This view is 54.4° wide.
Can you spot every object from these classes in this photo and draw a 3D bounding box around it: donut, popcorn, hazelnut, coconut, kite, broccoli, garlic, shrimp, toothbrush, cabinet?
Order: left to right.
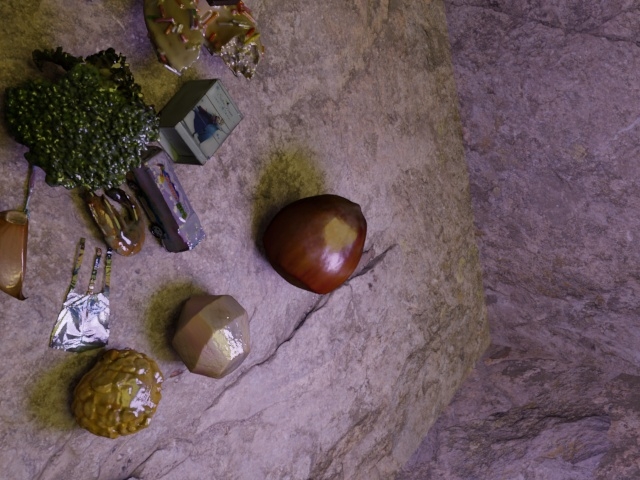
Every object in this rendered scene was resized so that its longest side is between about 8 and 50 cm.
[{"bbox_3d":[-0.725,0.026,1.440,0.115,0.128,0.207,-106,-164,-75],"label":"garlic"},{"bbox_3d":[-0.699,-0.143,1.511,0.013,0.019,0.194,12,85,-50],"label":"toothbrush"},{"bbox_3d":[-0.555,-0.291,1.466,0.334,0.272,0.324,-40,131,0],"label":"broccoli"},{"bbox_3d":[-0.624,0.148,1.656,0.169,0.015,0.310,3,95,-50],"label":"kite"},{"bbox_3d":[-0.542,-0.074,1.676,0.145,0.059,0.255,-50,128,-45],"label":"shrimp"},{"bbox_3d":[-0.536,0.416,1.684,0.250,0.189,0.251,7,80,-45],"label":"popcorn"},{"bbox_3d":[-0.357,-0.340,1.792,0.206,0.150,0.145,-57,135,-26],"label":"cabinet"},{"bbox_3d":[-0.322,-0.600,1.724,0.371,0.150,0.308,-15,78,-54],"label":"donut"},{"bbox_3d":[-0.327,0.279,1.891,0.259,0.259,0.260,-12,105,-49],"label":"coconut"},{"bbox_3d":[-0.006,0.007,2.148,0.365,0.365,0.366,-12,105,-49],"label":"hazelnut"}]

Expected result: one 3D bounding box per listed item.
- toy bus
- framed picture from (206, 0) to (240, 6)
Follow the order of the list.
[{"bbox_3d":[-0.433,-0.110,1.748,0.112,0.137,0.317,-46,127,-34],"label":"toy bus"},{"bbox_3d":[-0.301,-0.711,1.678,0.169,0.023,0.128,57,35,-3],"label":"framed picture"}]
